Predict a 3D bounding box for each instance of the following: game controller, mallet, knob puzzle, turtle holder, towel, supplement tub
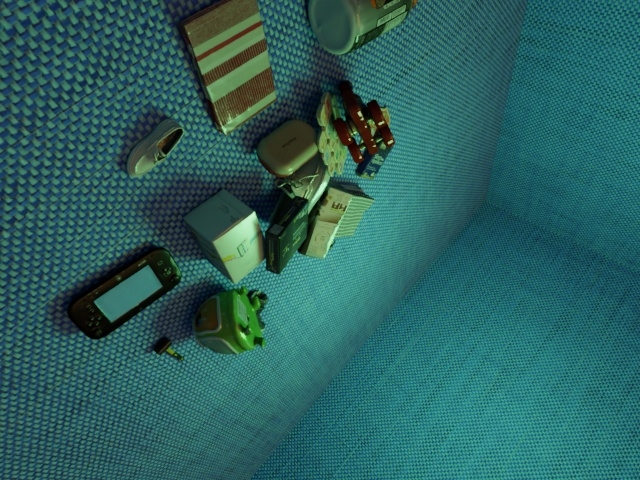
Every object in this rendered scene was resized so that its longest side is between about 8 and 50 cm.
[{"bbox_3d":[-0.575,0.153,1.200,0.319,0.067,0.166,-40,146,-27],"label":"game controller"},{"bbox_3d":[-0.555,0.414,1.514,0.062,0.039,0.189,-51,154,-13],"label":"mallet"},{"bbox_3d":[0.265,-0.502,1.803,0.213,0.030,0.213,-35,144,-32],"label":"knob puzzle"},{"bbox_3d":[-0.346,0.321,1.549,0.228,0.243,0.320,-18,169,3],"label":"turtle holder"},{"bbox_3d":[0.109,-0.130,1.846,0.284,0.121,0.235,-2,121,-54],"label":"towel"},{"bbox_3d":[-0.237,-0.483,1.109,0.237,0.037,0.329,-43,149,-24],"label":"towel"},{"bbox_3d":[0.143,-0.734,1.236,0.338,0.207,0.207,-41,146,-26],"label":"supplement tub"}]

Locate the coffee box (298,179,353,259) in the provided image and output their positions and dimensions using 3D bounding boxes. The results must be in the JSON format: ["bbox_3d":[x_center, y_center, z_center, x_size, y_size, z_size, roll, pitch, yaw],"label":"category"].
[{"bbox_3d":[-0.004,-0.095,1.644,0.119,0.168,0.297,15,108,-28],"label":"coffee box"}]

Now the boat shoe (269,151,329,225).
[{"bbox_3d":[-0.097,-0.196,1.506,0.157,0.136,0.367,11,117,-47],"label":"boat shoe"}]

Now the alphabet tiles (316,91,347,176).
[{"bbox_3d":[0.047,-0.385,1.462,0.284,0.021,0.277,65,32,-48],"label":"alphabet tiles"}]

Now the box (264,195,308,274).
[{"bbox_3d":[-0.115,-0.021,1.415,0.232,0.059,0.183,-55,159,-44],"label":"box"}]

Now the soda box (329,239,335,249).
[{"bbox_3d":[0.000,0.000,1.873,0.169,0.060,0.053,16,104,-58],"label":"soda box"}]

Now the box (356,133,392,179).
[{"bbox_3d":[0.262,-0.391,1.867,0.136,0.036,0.225,-4,128,-57],"label":"box"}]

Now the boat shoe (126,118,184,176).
[{"bbox_3d":[-0.426,-0.234,1.045,0.184,0.063,0.066,-49,149,-12],"label":"boat shoe"}]

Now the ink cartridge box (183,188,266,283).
[{"bbox_3d":[-0.303,-0.012,1.324,0.168,0.171,0.232,-42,146,-23],"label":"ink cartridge box"}]

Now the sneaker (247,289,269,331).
[{"bbox_3d":[-0.272,0.312,1.760,0.163,0.086,0.226,-51,148,-4],"label":"sneaker"}]

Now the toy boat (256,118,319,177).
[{"bbox_3d":[-0.111,-0.304,1.383,0.231,0.151,0.151,-42,177,-22],"label":"toy boat"}]

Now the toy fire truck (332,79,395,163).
[{"bbox_3d":[0.138,-0.456,1.485,0.169,0.253,0.302,-26,151,13],"label":"toy fire truck"}]
